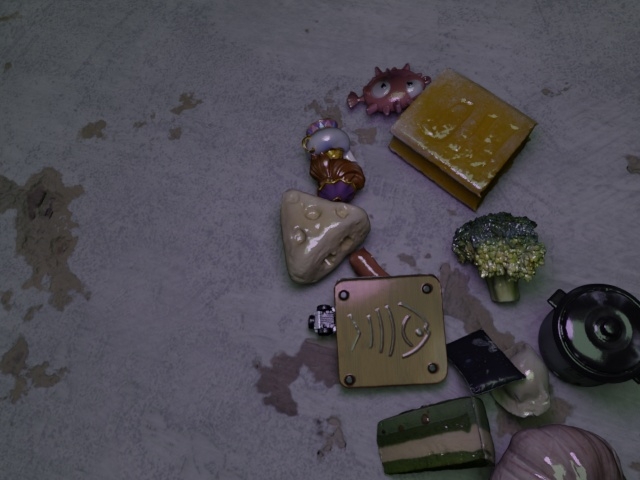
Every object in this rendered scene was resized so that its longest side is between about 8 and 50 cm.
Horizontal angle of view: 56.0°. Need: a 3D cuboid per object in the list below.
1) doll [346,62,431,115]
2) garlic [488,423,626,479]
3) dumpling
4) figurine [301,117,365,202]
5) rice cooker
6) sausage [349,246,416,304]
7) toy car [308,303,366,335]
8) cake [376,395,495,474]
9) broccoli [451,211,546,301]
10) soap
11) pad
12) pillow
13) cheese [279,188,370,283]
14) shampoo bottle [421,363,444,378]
[{"bbox_3d":[0.209,-0.456,1.840,0.262,0.093,0.211,-7,53,12],"label":"doll"},{"bbox_3d":[0.544,0.558,1.354,0.317,0.259,0.318,-3,103,-14],"label":"garlic"},{"bbox_3d":[0.502,0.353,1.528,0.155,0.181,0.111,-30,107,18],"label":"dumpling"},{"bbox_3d":[0.036,-0.217,1.739,0.189,0.142,0.263,0,62,-33],"label":"figurine"},{"bbox_3d":[0.677,0.238,1.487,0.241,0.227,0.280,-40,72,-11],"label":"rice cooker"},{"bbox_3d":[0.195,0.134,1.637,0.304,0.078,0.078,41,77,17],"label":"sausage"},{"bbox_3d":[0.051,0.216,1.616,0.170,0.070,0.080,-3,70,0],"label":"toy car"},{"bbox_3d":[0.300,0.502,1.507,0.283,0.172,0.158,-23,58,30],"label":"cake"},{"bbox_3d":[0.494,0.045,1.603,0.263,0.247,0.243,0,102,44],"label":"broccoli"},{"bbox_3d":[0.410,-0.300,1.747,0.335,0.156,0.293,40,81,17],"label":"soap"},{"bbox_3d":[0.182,0.232,1.562,0.284,0.018,0.287,-3,80,0],"label":"pad"},{"bbox_3d":[0.404,0.305,1.522,0.141,0.055,0.208,-19,29,-7],"label":"pillow"},{"bbox_3d":[0.000,0.000,1.637,0.251,0.174,0.248,8,72,13],"label":"cheese"},{"bbox_3d":[0.283,0.312,1.580,0.072,0.043,0.099,-10,69,-1],"label":"shampoo bottle"}]
